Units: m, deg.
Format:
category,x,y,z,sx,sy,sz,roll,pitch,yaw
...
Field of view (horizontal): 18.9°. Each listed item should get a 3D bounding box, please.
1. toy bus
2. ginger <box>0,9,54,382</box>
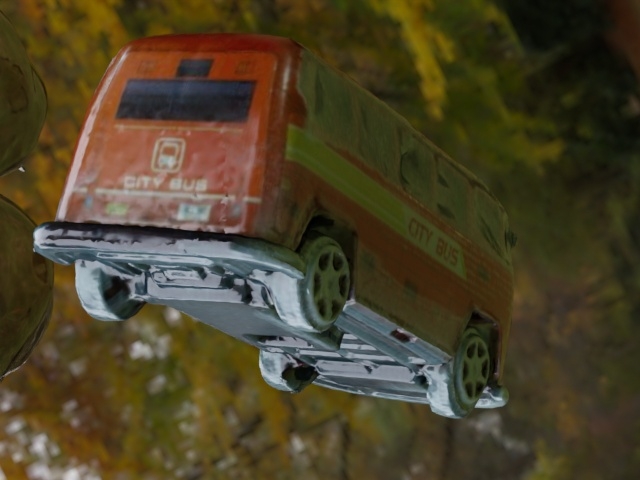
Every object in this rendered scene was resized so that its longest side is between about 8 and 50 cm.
category,x,y,z,sx,sy,sz,roll,pitch,yaw
toy bus,0.000,0.000,0.845,0.265,0.121,0.120,31,-114,-56
ginger,-0.228,-0.013,1.004,0.244,0.155,0.304,5,-113,-65
